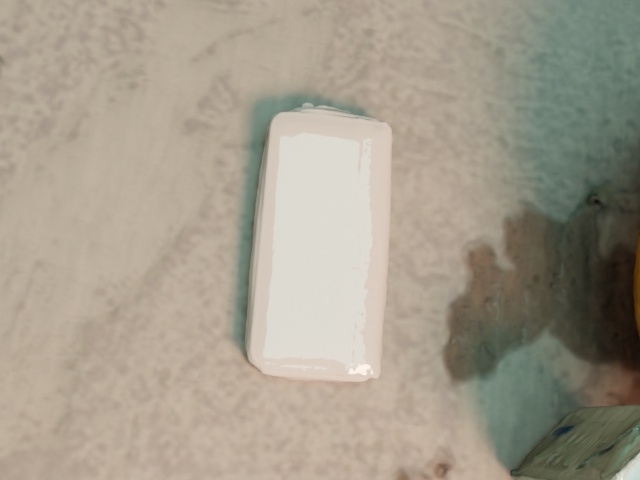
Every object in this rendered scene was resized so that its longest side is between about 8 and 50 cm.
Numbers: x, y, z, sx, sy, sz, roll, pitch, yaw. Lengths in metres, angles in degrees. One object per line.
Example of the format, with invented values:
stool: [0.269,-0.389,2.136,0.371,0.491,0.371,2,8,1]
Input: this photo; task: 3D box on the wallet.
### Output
wallet: [0.000,0.000,0.744,0.095,0.033,0.189,4,81,-9]

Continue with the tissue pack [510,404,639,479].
tissue pack: [0.251,0.215,0.670,0.089,0.177,0.263,-42,88,-12]

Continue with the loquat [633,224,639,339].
loquat: [0.339,0.000,0.666,0.329,0.359,0.328,-13,126,-19]
